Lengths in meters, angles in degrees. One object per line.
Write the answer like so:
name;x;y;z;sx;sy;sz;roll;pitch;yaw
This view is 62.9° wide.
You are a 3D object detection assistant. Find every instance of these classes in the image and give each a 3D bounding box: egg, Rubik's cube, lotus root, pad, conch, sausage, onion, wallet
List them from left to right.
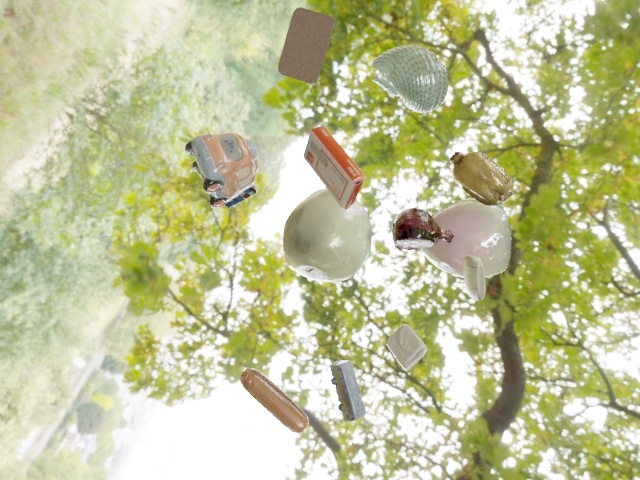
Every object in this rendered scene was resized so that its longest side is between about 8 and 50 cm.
Rubik's cube;-0.440;-0.298;2.534;0.184;0.182;0.187;-27;-123;15
sausage;-0.158;0.545;1.784;0.086;0.289;0.086;-47;176;-4
pad;-0.059;-0.769;2.067;0.002;0.176;0.266;-36;145;-74
egg;0.000;0.000;1.743;0.201;0.337;0.337;-25;148;-59
wallet;0.326;0.404;2.004;0.124;0.032;0.183;-48;-147;8
conch;0.380;-0.682;2.131;0.215;0.319;0.302;-42;-135;33
onion;0.364;-0.038;1.863;0.195;0.218;0.139;73;19;-67
egg;0.606;-0.006;2.286;0.354;0.340;0.354;176;-90;-86
lotus root;0.636;-0.252;2.080;0.160;0.284;0.146;-49;175;2

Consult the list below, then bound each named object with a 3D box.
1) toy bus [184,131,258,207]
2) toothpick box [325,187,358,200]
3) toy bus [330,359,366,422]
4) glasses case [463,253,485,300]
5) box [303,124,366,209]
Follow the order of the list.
toy bus;-0.330;-0.260;1.847;0.287;0.232;0.194;100;-33;-68
toothpick box;0.082;-0.172;2.007;0.111;0.111;0.180;134;-57;-67
toy bus;0.088;0.479;1.667;0.075;0.064;0.190;-21;-95;46
glasses case;0.578;0.140;1.964;0.081;0.051;0.204;39;-31;53
box;0.038;-0.208;1.499;0.050;0.229;0.123;-23;156;-27
